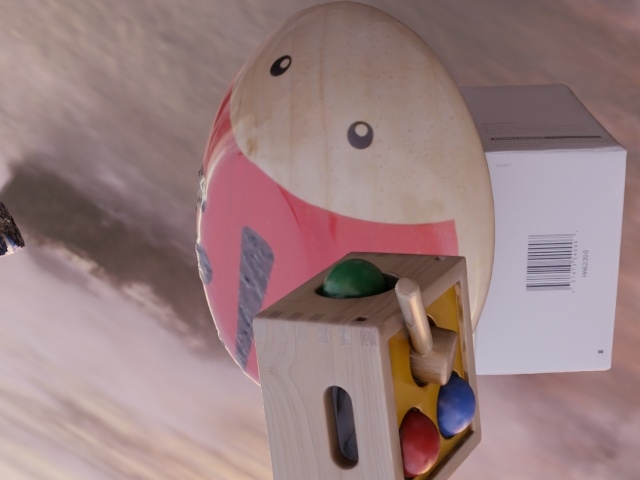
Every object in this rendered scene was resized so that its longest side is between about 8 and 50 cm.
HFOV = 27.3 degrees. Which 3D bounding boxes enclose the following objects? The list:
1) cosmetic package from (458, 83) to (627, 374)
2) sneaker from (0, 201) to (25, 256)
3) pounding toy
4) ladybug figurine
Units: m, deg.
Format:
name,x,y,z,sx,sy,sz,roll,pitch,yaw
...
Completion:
name,x,y,z,sx,sy,sz,roll,pitch,yaw
cosmetic package,0.200,-0.018,1.300,0.138,0.224,0.225,-2,-159,-2
sneaker,-0.256,0.003,0.942,0.052,0.058,0.135,61,-179,6
pounding toy,0.034,0.064,0.671,0.100,0.130,0.141,3,109,29
ladybug figurine,0.000,0.000,1.176,0.305,0.162,0.449,39,144,28
